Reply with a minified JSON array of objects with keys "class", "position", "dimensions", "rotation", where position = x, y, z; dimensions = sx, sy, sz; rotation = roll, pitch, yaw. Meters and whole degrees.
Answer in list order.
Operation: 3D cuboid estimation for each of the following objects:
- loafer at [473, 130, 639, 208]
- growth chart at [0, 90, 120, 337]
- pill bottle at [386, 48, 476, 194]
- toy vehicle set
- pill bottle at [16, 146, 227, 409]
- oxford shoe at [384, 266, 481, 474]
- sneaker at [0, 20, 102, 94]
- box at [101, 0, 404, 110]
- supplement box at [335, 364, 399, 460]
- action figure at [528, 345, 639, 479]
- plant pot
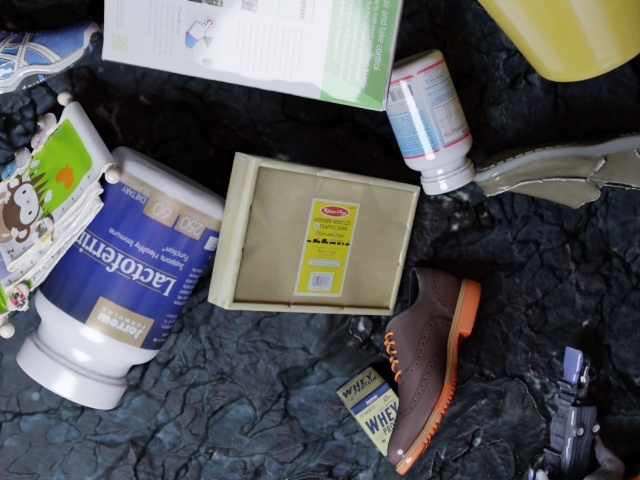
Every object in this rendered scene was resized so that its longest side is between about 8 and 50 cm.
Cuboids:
[{"class":"loafer","position":[0.312,-0.081,1.229],"dimensions":[0.251,0.094,0.087],"rotation":[-10,97,-11]},{"class":"growth chart","position":[-0.311,-0.035,1.074],"dimensions":[0.237,0.172,0.021],"rotation":[-52,146,8]},{"class":"pill bottle","position":[0.130,-0.140,1.181],"dimensions":[0.087,0.087,0.160],"rotation":[-24,104,-8]},{"class":"toy vehicle set","position":[0.000,0.000,1.137],"dimensions":[0.267,0.035,0.166],"rotation":[7,98,-43]},{"class":"pill bottle","position":[-0.221,0.043,1.097],"dimensions":[0.153,0.153,0.264],"rotation":[28,93,-16]},{"class":"oxford shoe","position":[0.113,0.150,1.182],"dimensions":[0.098,0.097,0.271],"rotation":[23,53,0]},{"class":"sneaker","position":[-0.341,-0.200,1.066],"dimensions":[0.211,0.080,0.081],"rotation":[-23,106,-9]},{"class":"box","position":[-0.068,-0.278,1.040],"dimensions":[0.322,0.058,0.232],"rotation":[12,119,6]},{"class":"supplement box","position":[0.072,0.213,1.229],"dimensions":[0.056,0.083,0.083],"rotation":[-37,105,-6]},{"class":"action figure","position":[0.395,0.313,1.278],"dimensions":[0.330,0.178,0.341],"rotation":[-6,103,-22]},{"class":"plant pot","position":[0.274,-0.321,1.114],"dimensions":[0.254,0.254,0.239],"rotation":[-37,120,-5]}]
